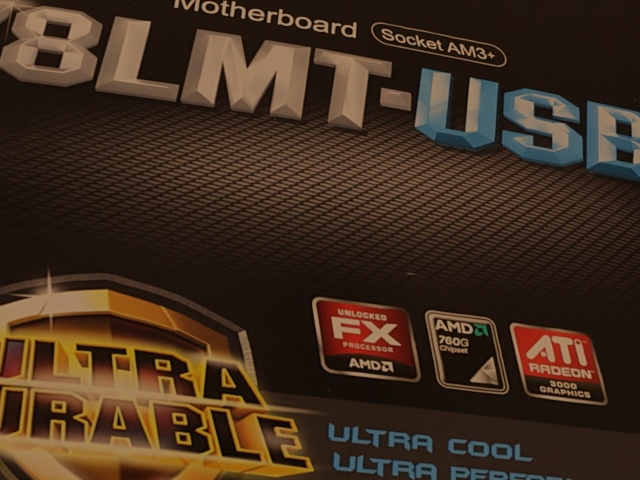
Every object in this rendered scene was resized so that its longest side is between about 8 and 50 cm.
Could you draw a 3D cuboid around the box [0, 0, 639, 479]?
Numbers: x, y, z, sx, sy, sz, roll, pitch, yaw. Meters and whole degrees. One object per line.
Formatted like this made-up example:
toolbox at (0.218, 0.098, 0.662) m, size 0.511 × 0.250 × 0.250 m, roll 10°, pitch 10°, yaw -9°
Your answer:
box at (0.000, 0.000, 0.516) m, size 0.295 × 0.073 × 0.293 m, roll 9°, pitch 50°, yaw -21°
